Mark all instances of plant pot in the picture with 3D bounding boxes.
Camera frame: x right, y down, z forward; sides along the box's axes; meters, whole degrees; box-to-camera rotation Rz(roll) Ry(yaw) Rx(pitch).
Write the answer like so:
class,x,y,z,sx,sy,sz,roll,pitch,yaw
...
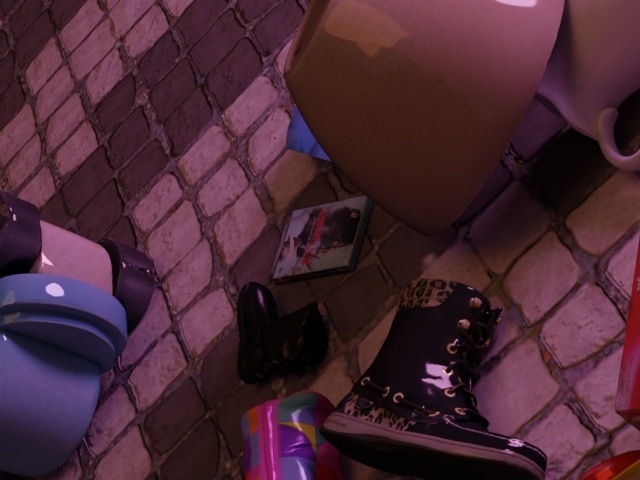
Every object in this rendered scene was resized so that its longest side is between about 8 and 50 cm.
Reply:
class,x,y,z,sx,sy,sz,roll,pitch,yaw
plant pot,0.078,-0.173,1.668,0.284,0.191,0.284,-60,12,22

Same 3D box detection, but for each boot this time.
class,x,y,z,sx,sy,sz,roll,pitch,yaw
boot,-0.039,0.086,1.804,0.099,0.045,0.121,-24,52,39
boot,0.122,0.123,1.551,0.236,0.085,0.178,6,60,45

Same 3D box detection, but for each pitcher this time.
class,x,y,z,sx,sy,sz,roll,pitch,yaw
pitcher,0.287,-0.178,1.593,0.207,0.125,0.178,-57,46,14

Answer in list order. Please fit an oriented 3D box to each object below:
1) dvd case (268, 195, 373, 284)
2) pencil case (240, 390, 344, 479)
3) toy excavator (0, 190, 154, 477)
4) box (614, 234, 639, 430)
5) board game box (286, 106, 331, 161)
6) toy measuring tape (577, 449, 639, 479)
class,x,y,z,sx,sy,sz,roll,pitch,yaw
dvd case,0.000,0.000,1.858,0.119,0.013,0.087,-11,53,46
pencil case,-0.022,0.248,1.601,0.104,0.104,0.236,-35,38,26
toy excavator,-0.399,0.227,1.989,0.433,0.222,0.445,-29,50,34
box,0.323,0.037,1.346,0.122,0.128,0.257,-15,50,42
board game box,0.041,-0.134,1.910,0.168,0.033,0.133,19,71,49
toy measuring tape,0.275,0.180,1.265,0.330,0.121,0.121,-45,33,38
